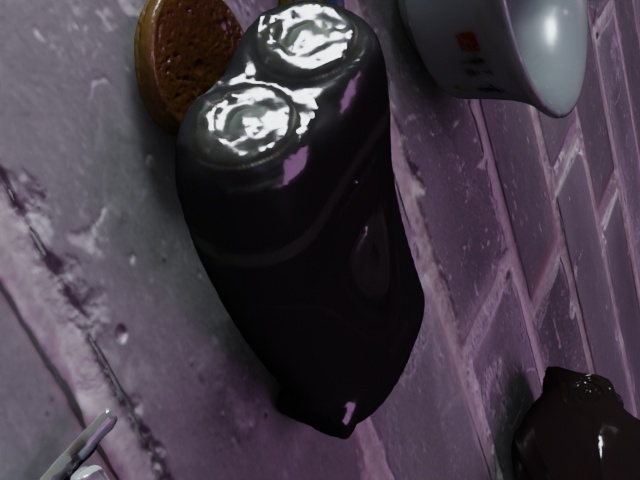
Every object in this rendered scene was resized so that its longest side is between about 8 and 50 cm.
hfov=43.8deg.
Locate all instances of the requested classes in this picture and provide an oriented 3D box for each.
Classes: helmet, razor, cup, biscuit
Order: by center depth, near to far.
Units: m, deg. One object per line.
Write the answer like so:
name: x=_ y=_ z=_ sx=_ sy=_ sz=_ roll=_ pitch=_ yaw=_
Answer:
biscuit: x=-0.088 y=-0.114 z=0.623 sx=0.124 sy=0.026 sz=0.175 roll=-56 pitch=133 yaw=-41
razor: x=-0.002 y=-0.001 z=0.639 sx=0.204 sy=0.113 sz=0.349 roll=-59 pitch=149 yaw=-33
cup: x=0.198 y=-0.312 z=0.960 sx=0.347 sy=0.163 sz=0.348 roll=5 pitch=84 yaw=-57
helmet: x=0.374 y=0.332 z=1.136 sx=0.177 sy=0.305 sz=0.225 roll=-33 pitch=125 yaw=-21

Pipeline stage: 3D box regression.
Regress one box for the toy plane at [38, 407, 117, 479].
toy plane: x=-0.187 y=0.173 z=0.378 sx=0.273 sy=0.107 sz=0.182 roll=14 pitch=70 yaw=-52

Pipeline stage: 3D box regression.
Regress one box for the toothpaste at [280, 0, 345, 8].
toothpaste: x=-0.011 y=-0.205 z=0.734 sx=0.070 sy=0.044 sz=0.194 roll=-7 pitch=93 yaw=-58
